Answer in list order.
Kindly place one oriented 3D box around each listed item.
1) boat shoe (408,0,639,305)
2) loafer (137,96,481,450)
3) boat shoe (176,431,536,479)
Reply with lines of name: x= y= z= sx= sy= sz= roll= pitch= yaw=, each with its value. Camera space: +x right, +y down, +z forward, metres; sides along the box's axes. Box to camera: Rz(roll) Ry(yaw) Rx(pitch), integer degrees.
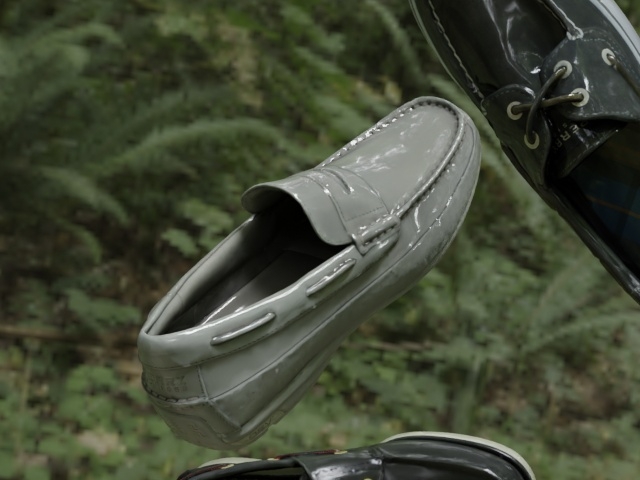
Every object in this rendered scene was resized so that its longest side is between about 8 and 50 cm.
boat shoe: x=0.074 y=-0.032 z=0.435 sx=0.142 sy=0.049 sz=0.040 roll=48 pitch=26 yaw=0
loafer: x=0.000 y=0.000 z=1.054 sx=0.112 sy=0.111 sz=0.319 roll=14 pitch=50 yaw=37
boat shoe: x=0.007 y=0.094 z=0.539 sx=0.133 sy=0.049 sz=0.042 roll=-6 pitch=5 yaw=17
